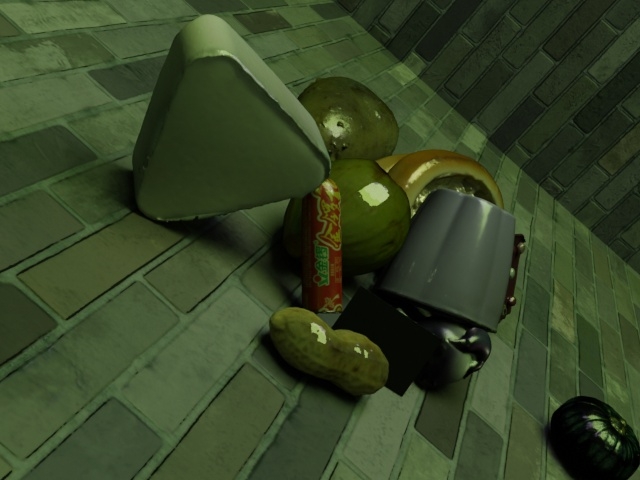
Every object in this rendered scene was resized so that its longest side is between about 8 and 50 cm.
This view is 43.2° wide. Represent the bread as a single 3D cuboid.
[{"bbox_3d":[0.247,-0.038,1.893,0.424,0.245,0.328,8,82,-44],"label":"bread"}]

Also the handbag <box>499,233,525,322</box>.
[{"bbox_3d":[0.400,0.085,1.843,0.074,0.216,0.203,10,7,29],"label":"handbag"}]

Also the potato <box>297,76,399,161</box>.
[{"bbox_3d":[0.032,-0.265,1.929,0.270,0.219,0.359,41,29,14],"label":"potato"}]

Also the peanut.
[{"bbox_3d":[0.015,0.181,1.313,0.229,0.098,0.103,30,-14,-27],"label":"peanut"}]

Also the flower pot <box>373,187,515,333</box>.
[{"bbox_3d":[0.274,0.036,1.641,0.265,0.243,0.265,24,-4,2],"label":"flower pot"}]

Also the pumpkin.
[{"bbox_3d":[0.585,0.419,1.707,0.202,0.140,0.202,30,28,-18],"label":"pumpkin"}]

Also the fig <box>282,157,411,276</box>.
[{"bbox_3d":[0.038,-0.035,1.572,0.271,0.239,0.239,-26,66,-31],"label":"fig"}]

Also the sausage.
[{"bbox_3d":[0.000,0.000,1.423,0.083,0.083,0.263,0,88,-56],"label":"sausage"}]

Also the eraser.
[{"bbox_3d":[-0.133,-0.172,1.348,0.331,0.331,0.150,27,28,-30],"label":"eraser"}]

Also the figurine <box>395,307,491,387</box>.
[{"bbox_3d":[0.224,0.200,1.535,0.222,0.145,0.145,12,37,-40],"label":"figurine"}]

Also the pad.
[{"bbox_3d":[0.108,0.179,1.420,0.190,0.127,0.004,34,4,-18],"label":"pad"}]
